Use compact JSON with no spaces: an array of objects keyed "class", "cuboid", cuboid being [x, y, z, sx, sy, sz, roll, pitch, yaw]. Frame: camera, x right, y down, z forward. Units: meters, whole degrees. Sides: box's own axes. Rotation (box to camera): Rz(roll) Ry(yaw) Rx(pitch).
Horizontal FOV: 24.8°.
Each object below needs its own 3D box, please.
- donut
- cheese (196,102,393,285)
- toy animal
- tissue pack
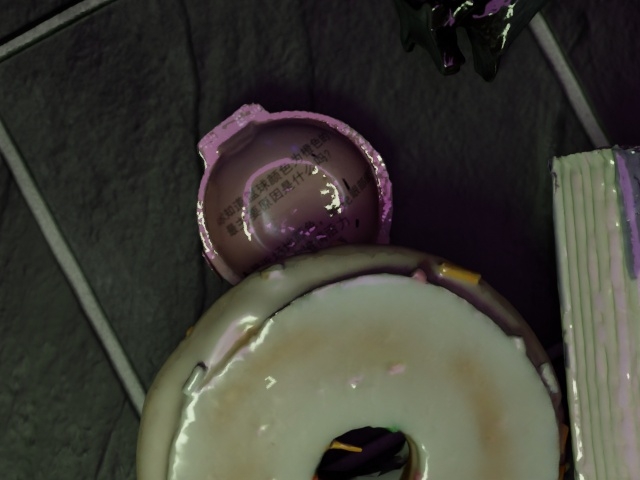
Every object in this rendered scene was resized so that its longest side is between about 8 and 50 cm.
[{"class":"donut","cuboid":[0.029,0.181,1.276,0.382,0.142,0.383,-1,101,-5]},{"class":"cheese","cuboid":[0.000,0.000,1.341,0.189,0.074,0.286,-41,101,3]},{"class":"toy animal","cuboid":[0.181,-0.220,1.334,0.210,0.121,0.117,-28,108,-6]},{"class":"tissue pack","cuboid":[0.326,0.085,1.264,0.242,0.125,0.344,-4,90,-35]}]
